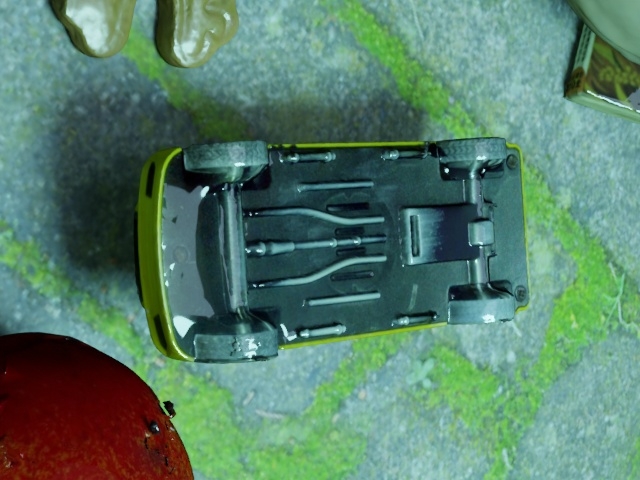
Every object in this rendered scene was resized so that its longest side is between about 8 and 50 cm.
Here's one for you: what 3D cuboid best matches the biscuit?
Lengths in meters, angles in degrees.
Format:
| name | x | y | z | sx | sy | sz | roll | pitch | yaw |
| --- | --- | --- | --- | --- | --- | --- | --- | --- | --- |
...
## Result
| name | x | y | z | sx | sy | sz | roll | pitch | yaw |
| --- | --- | --- | --- | --- | --- | --- | --- | --- | --- |
| biscuit | -0.109 | -0.239 | 0.953 | 0.144 | 0.040 | 0.236 | 3 | 95 | -42 |

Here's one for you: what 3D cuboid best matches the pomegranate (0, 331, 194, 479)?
| name | x | y | z | sx | sy | sz | roll | pitch | yaw |
| --- | --- | --- | --- | --- | --- | --- | --- | --- | --- |
| pomegranate | -0.184 | 0.169 | 0.840 | 0.210 | 0.210 | 0.235 | 12 | 128 | -37 |

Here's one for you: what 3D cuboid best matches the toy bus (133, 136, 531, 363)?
| name | x | y | z | sx | sy | sz | roll | pitch | yaw |
| --- | --- | --- | --- | --- | --- | --- | --- | --- | --- |
| toy bus | 0.000 | 0.000 | 0.984 | 0.330 | 0.152 | 0.144 | -4 | 92 | -39 |

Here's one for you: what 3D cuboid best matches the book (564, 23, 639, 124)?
| name | x | y | z | sx | sy | sz | roll | pitch | yaw |
| --- | --- | --- | --- | --- | --- | --- | --- | --- | --- |
| book | 0.410 | -0.290 | 1.262 | 0.300 | 0.039 | 0.428 | 15 | 85 | -12 |

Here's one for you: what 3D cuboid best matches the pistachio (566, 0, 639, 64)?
| name | x | y | z | sx | sy | sz | roll | pitch | yaw |
| --- | --- | --- | --- | --- | --- | --- | --- | --- | --- |
| pistachio | 0.275 | -0.291 | 1.120 | 0.226 | 0.208 | 0.332 | -6 | 97 | -31 |
